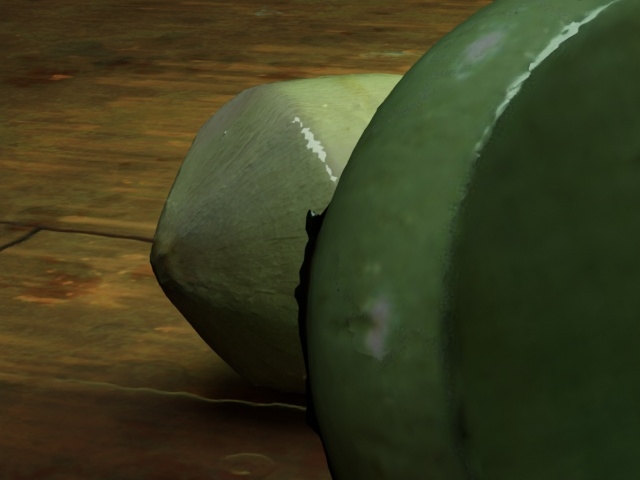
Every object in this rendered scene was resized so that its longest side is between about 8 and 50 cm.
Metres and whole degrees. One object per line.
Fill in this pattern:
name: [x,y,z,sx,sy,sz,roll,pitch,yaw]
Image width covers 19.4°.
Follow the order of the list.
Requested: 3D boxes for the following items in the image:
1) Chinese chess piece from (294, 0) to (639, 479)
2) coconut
Chinese chess piece: [0.162,0.042,0.863,0.349,0.349,0.146,-13,3,-24]
coconut: [0.000,0.000,1.230,0.234,0.224,0.224,-19,24,-39]
